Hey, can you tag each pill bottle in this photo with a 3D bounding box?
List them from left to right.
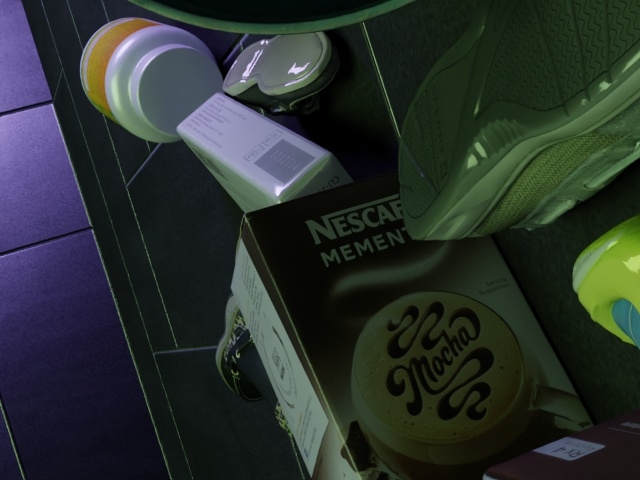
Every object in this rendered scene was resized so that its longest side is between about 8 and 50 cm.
[{"bbox_3d":[-0.199,-0.192,1.344,0.246,0.136,0.136,-148,43,-63],"label":"pill bottle"}]

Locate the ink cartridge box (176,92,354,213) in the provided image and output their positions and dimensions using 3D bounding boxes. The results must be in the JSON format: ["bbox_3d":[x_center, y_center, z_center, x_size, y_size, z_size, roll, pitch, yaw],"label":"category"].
[{"bbox_3d":[0.000,0.000,1.055,0.261,0.066,0.296,53,172,-28],"label":"ink cartridge box"}]

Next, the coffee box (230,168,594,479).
[{"bbox_3d":[0.068,0.107,0.784,0.119,0.168,0.297,107,141,-60],"label":"coffee box"}]

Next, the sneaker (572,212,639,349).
[{"bbox_3d":[0.199,0.015,0.475,0.126,0.091,0.240,55,165,11],"label":"sneaker"}]

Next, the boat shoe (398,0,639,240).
[{"bbox_3d":[0.134,-0.081,0.560,0.320,0.103,0.118,126,144,-61],"label":"boat shoe"}]

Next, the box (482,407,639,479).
[{"bbox_3d":[0.223,0.282,0.544,0.191,0.143,0.381,176,76,-72],"label":"box"}]

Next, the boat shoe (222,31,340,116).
[{"bbox_3d":[-0.024,-0.150,1.028,0.065,0.075,0.206,33,170,-24],"label":"boat shoe"}]

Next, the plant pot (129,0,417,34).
[{"bbox_3d":[-0.008,-0.244,0.571,0.196,0.293,0.293,-36,-70,-81],"label":"plant pot"}]

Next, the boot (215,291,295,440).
[{"bbox_3d":[-0.052,0.174,1.336,0.178,0.085,0.236,58,157,31],"label":"boot"}]
